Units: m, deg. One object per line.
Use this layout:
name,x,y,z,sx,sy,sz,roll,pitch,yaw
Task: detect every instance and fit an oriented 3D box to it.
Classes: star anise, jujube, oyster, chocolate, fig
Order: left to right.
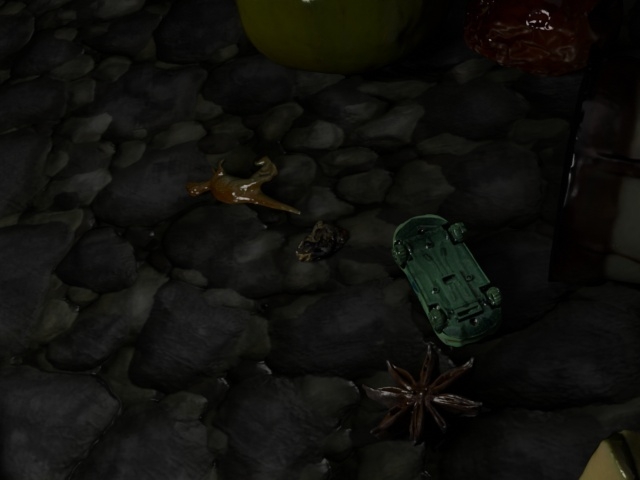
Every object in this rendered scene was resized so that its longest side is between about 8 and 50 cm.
oyster,-0.002,0.002,1.716,0.054,0.019,0.083,18,50,34
fig,0.025,-0.405,1.933,0.343,0.343,0.343,-9,40,8
star anise,0.110,0.171,1.463,0.141,0.042,0.141,-10,42,10
jujube,0.303,-0.311,1.883,0.236,0.168,0.168,4,41,47
chocolate,0.367,-0.068,1.519,0.186,0.283,0.283,11,44,7

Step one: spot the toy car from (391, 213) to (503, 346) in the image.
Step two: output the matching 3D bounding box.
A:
toy car,0.149,0.046,1.586,0.093,0.058,0.186,-21,52,-8

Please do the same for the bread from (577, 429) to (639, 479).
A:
bread,0.361,0.298,1.236,0.264,0.163,0.168,11,35,-17

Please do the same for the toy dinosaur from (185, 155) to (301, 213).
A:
toy dinosaur,-0.108,-0.059,1.816,0.126,0.039,0.162,-28,45,0
